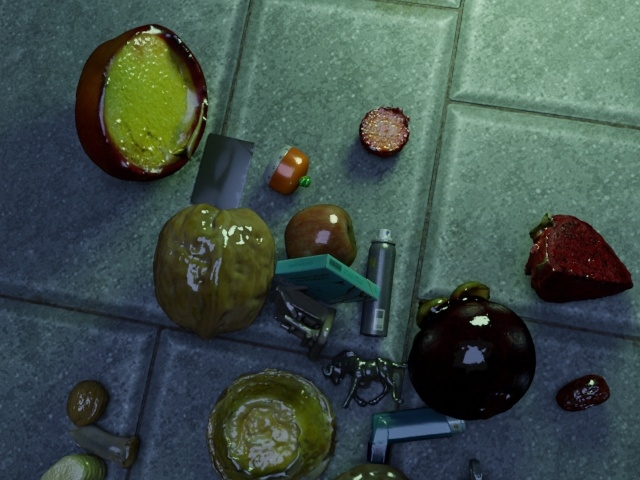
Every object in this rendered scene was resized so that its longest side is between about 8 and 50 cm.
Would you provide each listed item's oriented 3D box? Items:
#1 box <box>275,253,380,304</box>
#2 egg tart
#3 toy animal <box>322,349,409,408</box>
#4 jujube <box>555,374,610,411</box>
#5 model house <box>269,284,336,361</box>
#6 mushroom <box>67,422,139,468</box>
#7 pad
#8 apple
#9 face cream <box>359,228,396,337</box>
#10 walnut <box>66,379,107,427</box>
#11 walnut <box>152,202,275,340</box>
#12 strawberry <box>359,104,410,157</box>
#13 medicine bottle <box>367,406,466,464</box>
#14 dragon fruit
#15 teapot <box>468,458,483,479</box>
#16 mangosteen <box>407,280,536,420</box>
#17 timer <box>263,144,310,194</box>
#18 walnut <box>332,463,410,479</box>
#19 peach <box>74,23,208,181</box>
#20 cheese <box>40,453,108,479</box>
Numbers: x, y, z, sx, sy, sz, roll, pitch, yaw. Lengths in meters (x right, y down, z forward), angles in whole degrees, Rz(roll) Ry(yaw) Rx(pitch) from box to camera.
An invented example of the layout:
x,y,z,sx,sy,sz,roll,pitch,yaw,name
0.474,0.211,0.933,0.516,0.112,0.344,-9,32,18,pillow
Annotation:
x,y,z,sx,sy,sz,roll,pitch,yaw,name
0.020,0.101,1.689,0.162,0.229,0.041,-9,61,38,box
-0.130,0.491,1.709,0.345,0.132,0.345,-1,78,5,egg tart
0.122,0.351,1.734,0.232,0.084,0.148,-7,78,7,toy animal
0.653,0.382,1.687,0.129,0.077,0.077,-23,79,12,jujube
-0.050,0.196,1.708,0.188,0.229,0.122,36,68,6,model house
-0.574,0.526,1.776,0.209,0.071,0.084,18,77,11,mushroom
-0.275,-0.191,1.905,0.142,0.003,0.211,14,81,7,pad
0.000,0.000,1.754,0.173,0.188,0.188,-9,79,16,apple
0.154,0.112,1.777,0.073,0.073,0.284,6,81,6,face cream
-0.615,0.429,1.777,0.105,0.105,0.124,17,65,8,walnut
-0.271,0.082,1.718,0.306,0.306,0.344,4,87,6,walnut
0.174,-0.295,1.841,0.145,0.086,0.145,-1,81,7,strawberry
0.236,0.484,1.701,0.258,0.079,0.124,-10,76,3,medicine bottle
0.611,0.050,1.718,0.316,0.152,0.205,10,54,-29,dragon fruit
0.385,0.680,1.632,0.193,0.129,0.294,-4,78,5,teapot
0.350,0.262,1.640,0.306,0.307,0.347,-26,48,0,mangosteen
-0.081,-0.184,1.842,0.136,0.099,0.136,0,93,2,timer
0.117,0.669,1.604,0.273,0.227,0.273,-1,77,3,walnut
-0.478,-0.358,1.799,0.335,0.310,0.406,4,91,-32,peach
-0.624,0.596,1.714,0.123,0.167,0.094,-32,75,-4,cheese
